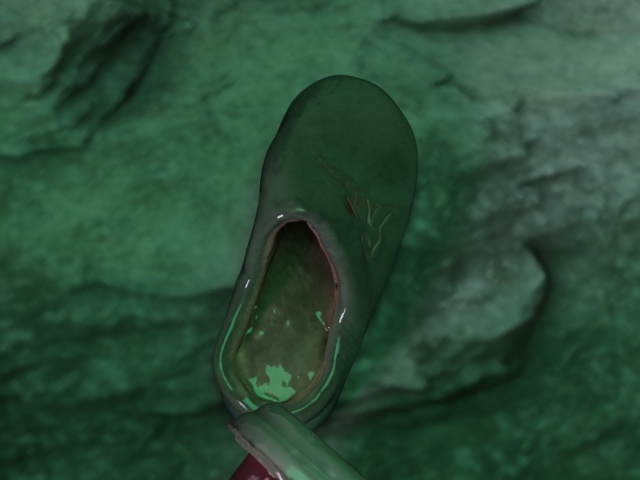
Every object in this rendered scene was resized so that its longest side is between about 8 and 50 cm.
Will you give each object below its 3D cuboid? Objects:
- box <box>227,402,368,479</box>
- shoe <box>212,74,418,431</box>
[{"bbox_3d":[0.004,0.189,0.591,0.193,0.294,0.167,41,83,10],"label":"box"},{"bbox_3d":[0.000,0.000,0.763,0.079,0.078,0.195,17,73,2],"label":"shoe"}]
